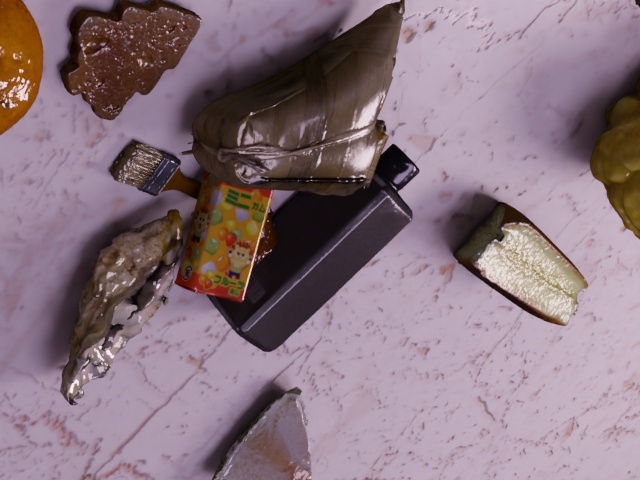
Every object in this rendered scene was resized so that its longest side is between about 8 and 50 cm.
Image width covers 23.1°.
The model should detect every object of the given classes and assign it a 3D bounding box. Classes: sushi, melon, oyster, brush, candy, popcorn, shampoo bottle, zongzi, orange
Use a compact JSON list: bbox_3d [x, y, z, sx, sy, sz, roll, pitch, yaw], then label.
[{"bbox_3d":[-0.091,0.010,1.541,0.118,0.061,0.060,-45,106,-23],"label":"sushi"},{"bbox_3d":[-0.060,0.260,1.813,0.139,0.093,0.202,-17,135,-19],"label":"melon"},{"bbox_3d":[-0.201,0.068,1.487,0.133,0.072,0.209,-43,171,-44],"label":"oyster"},{"bbox_3d":[-0.131,-0.054,1.467,0.043,0.014,0.170,-51,146,12],"label":"brush"},{"bbox_3d":[-0.090,-0.007,1.475,0.062,0.038,0.122,15,90,-38],"label":"candy"},{"bbox_3d":[0.416,-0.095,1.789,0.226,0.200,0.203,9,128,-50],"label":"popcorn"},{"bbox_3d":[0.000,0.000,1.592,0.246,0.080,0.079,-44,147,4],"label":"shampoo bottle"},{"bbox_3d":[-0.013,-0.137,1.422,0.194,0.099,0.197,-2,119,-43],"label":"zongzi"},{"bbox_3d":[-0.269,-0.129,1.161,0.135,0.117,0.135,-22,145,-16],"label":"orange"}]

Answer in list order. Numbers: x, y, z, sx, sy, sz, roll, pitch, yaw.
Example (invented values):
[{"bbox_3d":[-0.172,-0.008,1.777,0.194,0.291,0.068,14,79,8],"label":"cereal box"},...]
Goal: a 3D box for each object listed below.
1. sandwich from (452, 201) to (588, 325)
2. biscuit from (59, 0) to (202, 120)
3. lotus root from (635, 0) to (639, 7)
[{"bbox_3d":[0.227,0.021,1.833,0.090,0.088,0.244,-53,141,2],"label":"sandwich"},{"bbox_3d":[-0.158,-0.161,1.316,0.130,0.019,0.119,-27,143,-19],"label":"biscuit"},{"bbox_3d":[0.421,-0.347,1.560,0.146,0.130,0.303,-70,-178,-60],"label":"lotus root"}]
